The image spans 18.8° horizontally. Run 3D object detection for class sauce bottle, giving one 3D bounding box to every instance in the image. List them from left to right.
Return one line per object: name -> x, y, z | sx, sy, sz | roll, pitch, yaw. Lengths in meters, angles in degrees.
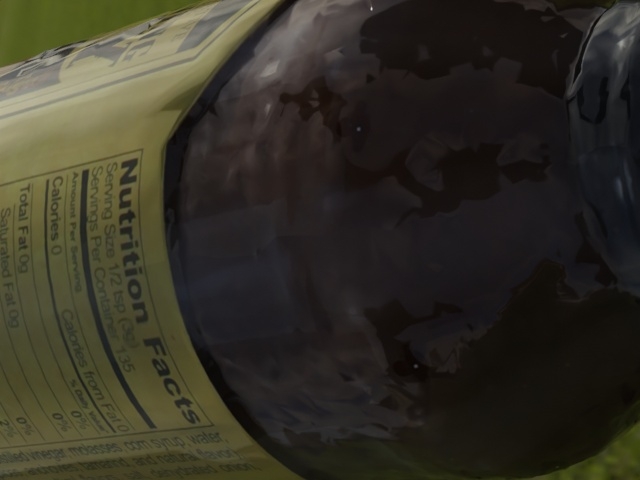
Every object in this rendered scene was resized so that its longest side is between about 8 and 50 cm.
sauce bottle -> 0.000, 0.000, 0.402 | 0.344, 0.111, 0.111 | -10, 67, 42
